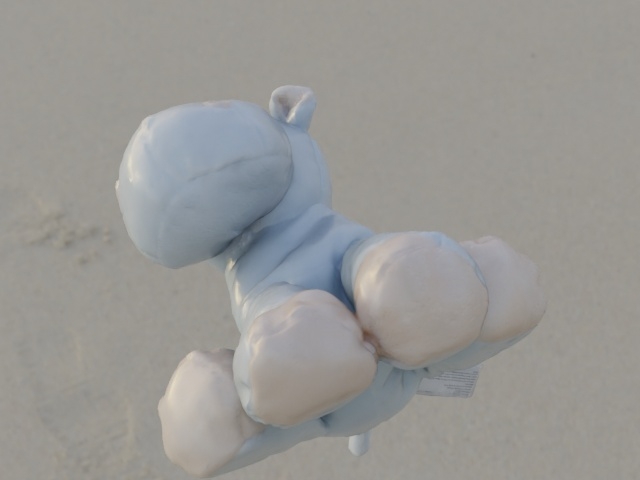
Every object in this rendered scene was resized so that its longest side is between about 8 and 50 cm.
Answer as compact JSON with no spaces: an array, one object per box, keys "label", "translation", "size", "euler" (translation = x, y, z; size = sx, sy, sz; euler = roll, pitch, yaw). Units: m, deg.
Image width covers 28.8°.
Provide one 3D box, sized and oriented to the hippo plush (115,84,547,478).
[{"label":"hippo plush","translation":[0.000,0.000,0.820],"size":[0.234,0.237,0.294],"euler":[-33,-18,23]}]
